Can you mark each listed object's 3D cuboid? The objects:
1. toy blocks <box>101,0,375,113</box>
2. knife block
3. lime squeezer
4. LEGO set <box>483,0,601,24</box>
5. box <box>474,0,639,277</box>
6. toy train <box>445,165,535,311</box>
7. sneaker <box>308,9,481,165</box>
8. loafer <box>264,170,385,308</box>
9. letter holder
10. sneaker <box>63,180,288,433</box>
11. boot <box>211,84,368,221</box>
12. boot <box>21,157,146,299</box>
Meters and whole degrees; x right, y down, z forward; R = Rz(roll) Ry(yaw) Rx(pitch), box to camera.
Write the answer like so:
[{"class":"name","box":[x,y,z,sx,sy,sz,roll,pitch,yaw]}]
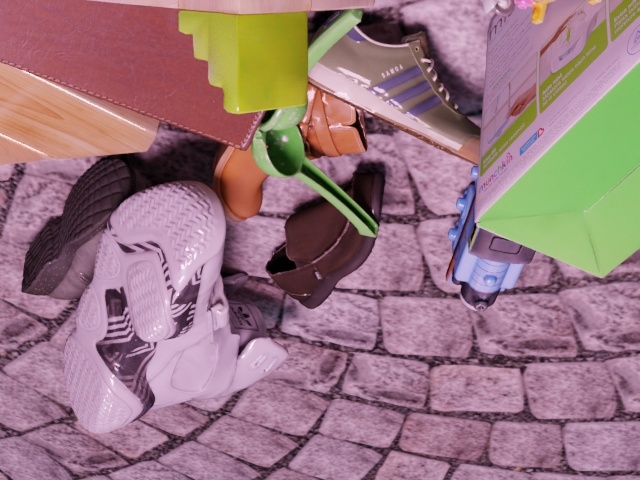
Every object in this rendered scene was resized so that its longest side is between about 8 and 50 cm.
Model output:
[{"class":"toy blocks","box":[-0.093,-0.277,0.644,0.261,0.191,0.381,15,111,44]},{"class":"knife block","box":[-0.298,-0.180,1.058,0.276,0.088,0.242,-3,140,16]},{"class":"lime squeezer","box":[-0.013,-0.094,1.014,0.110,0.059,0.310,24,153,19]},{"class":"LEGO set","box":[0.161,-0.245,0.809,0.107,0.132,0.287,16,153,-18]},{"class":"box","box":[0.234,-0.145,0.878,0.127,0.231,0.262,23,139,-15]},{"class":"toy train","box":[0.170,-0.006,1.160,0.080,0.105,0.184,11,141,-2]},{"class":"sneaker","box":[0.080,-0.140,1.032,0.192,0.086,0.064,26,-177,-9]},{"class":"loafer","box":[0.000,0.000,1.222,0.078,0.080,0.220,20,140,-13]},{"class":"letter holder","box":[-0.153,-0.236,0.914,0.302,0.152,0.214,20,138,-12]},{"class":"sneaker","box":[-0.129,0.062,1.240,0.210,0.137,0.366,-9,147,-36]},{"class":"boot","box":[-0.030,-0.088,1.132,0.152,0.073,0.197,-1,143,7]},{"class":"boot","box":[-0.209,0.006,1.295,0.161,0.083,0.246,18,142,-30]}]
